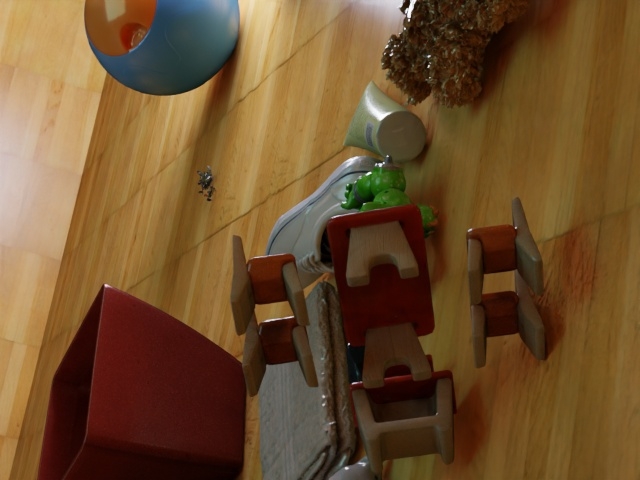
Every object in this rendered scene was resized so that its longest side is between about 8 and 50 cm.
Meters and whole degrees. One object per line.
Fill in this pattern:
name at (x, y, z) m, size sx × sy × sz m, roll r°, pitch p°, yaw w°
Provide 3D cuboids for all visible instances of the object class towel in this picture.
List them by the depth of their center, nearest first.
towel at (-0.018, 0.201, 1.666) m, size 0.282 × 0.049 × 0.187 m, roll -94°, pitch 29°, yaw -48°

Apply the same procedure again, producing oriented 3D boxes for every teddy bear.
teddy bear at (0.158, -0.262, 1.495) m, size 0.338 × 0.113 × 0.245 m, roll 122°, pitch 164°, yaw -57°

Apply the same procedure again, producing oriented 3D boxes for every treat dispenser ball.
treat dispenser ball at (-0.292, -0.412, 2.567) m, size 0.288 × 0.288 × 0.288 m, roll -164°, pitch 90°, yaw -71°

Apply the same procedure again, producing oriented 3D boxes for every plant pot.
plant pot at (-0.247, 0.262, 1.968) m, size 0.267 × 0.235 × 0.267 m, roll 124°, pitch 154°, yaw -44°

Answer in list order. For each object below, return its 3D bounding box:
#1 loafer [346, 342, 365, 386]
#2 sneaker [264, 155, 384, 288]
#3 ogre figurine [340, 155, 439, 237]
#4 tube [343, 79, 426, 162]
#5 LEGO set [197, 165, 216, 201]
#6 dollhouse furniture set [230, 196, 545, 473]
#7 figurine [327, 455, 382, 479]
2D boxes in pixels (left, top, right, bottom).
loafer at (0.064, 0.171, 1.459) m, size 0.170 × 0.062 × 0.061 m, roll -102°, pitch 11°, yaw -60°
sneaker at (0.000, 0.000, 1.704) m, size 0.258 × 0.094 × 0.091 m, roll -52°, pitch 24°, yaw 46°
ogre figurine at (0.069, -0.002, 1.511) m, size 0.118 × 0.096 × 0.197 m, roll 118°, pitch 167°, yaw -54°
tube at (0.071, -0.143, 1.691) m, size 0.062 × 0.070 × 0.240 m, roll 65°, pitch 175°, yaw -15°
LEGO set at (-0.198, -0.100, 2.470) m, size 0.054 × 0.023 × 0.083 m, roll -59°, pitch 37°, yaw 42°
dollhouse furniture set at (0.062, 0.075, 1.263) m, size 0.135 × 0.262 × 0.259 m, roll -96°, pitch -3°, yaw -52°
figurine at (0.009, 0.344, 1.435) m, size 0.209 × 0.092 × 0.215 m, roll -49°, pitch 29°, yaw 36°
